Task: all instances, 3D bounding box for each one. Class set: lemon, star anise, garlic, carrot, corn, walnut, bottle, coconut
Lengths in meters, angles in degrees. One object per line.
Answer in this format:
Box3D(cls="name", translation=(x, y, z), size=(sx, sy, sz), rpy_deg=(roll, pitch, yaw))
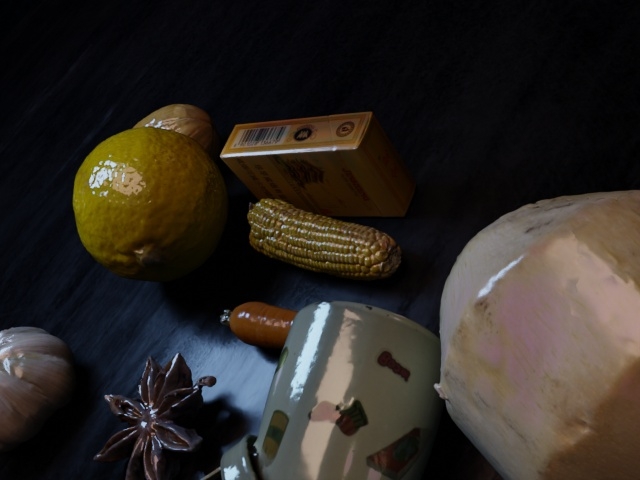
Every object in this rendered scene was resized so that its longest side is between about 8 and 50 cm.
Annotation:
Box3D(cls="lemon", translation=(-0.295, -0.062, 1.238), size=(0.293, 0.293, 0.293), rpy_deg=(-18, 48, 21))
Box3D(cls="star anise", translation=(-0.234, 0.267, 1.059), size=(0.262, 0.081, 0.230), rpy_deg=(-35, 42, 21))
Box3D(cls="garlic", translation=(-0.542, 0.249, 1.235), size=(0.228, 0.152, 0.227), rpy_deg=(-14, 53, 20))
Box3D(cls="carrot", translation=(-0.018, 0.134, 1.035), size=(0.336, 0.069, 0.069), rpy_deg=(4, 59, 33))
Box3D(cls="corn", translation=(0.000, 0.000, 1.109), size=(0.292, 0.101, 0.101), rpy_deg=(14, 65, 37))
Box3D(cls="walnut", translation=(-0.293, -0.186, 1.414), size=(0.197, 0.165, 0.165), rpy_deg=(-27, 45, 13))
Box3D(cls="bottle", translation=(0.009, 0.267, 0.812), size=(0.229, 0.229, 0.351), rpy_deg=(2, 60, 35))
Box3D(cls="coconut", translation=(0.292, 0.116, 0.664), size=(0.353, 0.352, 0.352), rpy_deg=(-18, 48, 21))

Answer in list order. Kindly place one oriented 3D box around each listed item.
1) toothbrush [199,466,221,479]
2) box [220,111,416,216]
Box3D(cls="toothbrush", translation=(-0.126, 0.316, 0.987), size=(0.294, 0.026, 0.028), rpy_deg=(-29, 60, 11))
Box3D(cls="box", translation=(-0.004, -0.115, 1.145), size=(0.274, 0.174, 0.076), rpy_deg=(1, 58, 36))
